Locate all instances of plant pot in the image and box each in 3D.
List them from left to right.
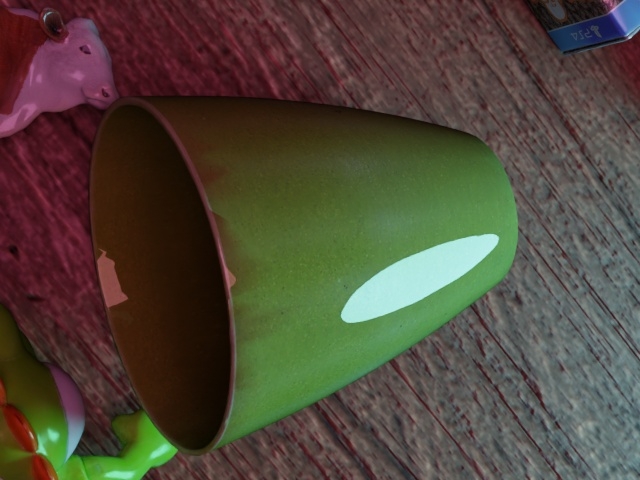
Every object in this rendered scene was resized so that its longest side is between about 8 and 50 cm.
[{"bbox_3d":[0.000,0.000,1.075,0.293,0.274,0.275,-13,95,-27],"label":"plant pot"}]

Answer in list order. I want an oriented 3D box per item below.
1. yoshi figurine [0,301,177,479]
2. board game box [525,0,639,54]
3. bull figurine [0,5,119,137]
[{"bbox_3d":[-0.231,0.194,1.086,0.203,0.203,0.362,-10,113,28],"label":"yoshi figurine"},{"bbox_3d":[0.237,-0.348,1.148,0.232,0.141,0.291,-39,99,-8],"label":"board game box"},{"bbox_3d":[-0.320,-0.136,1.055,0.310,0.101,0.188,24,75,-9],"label":"bull figurine"}]
